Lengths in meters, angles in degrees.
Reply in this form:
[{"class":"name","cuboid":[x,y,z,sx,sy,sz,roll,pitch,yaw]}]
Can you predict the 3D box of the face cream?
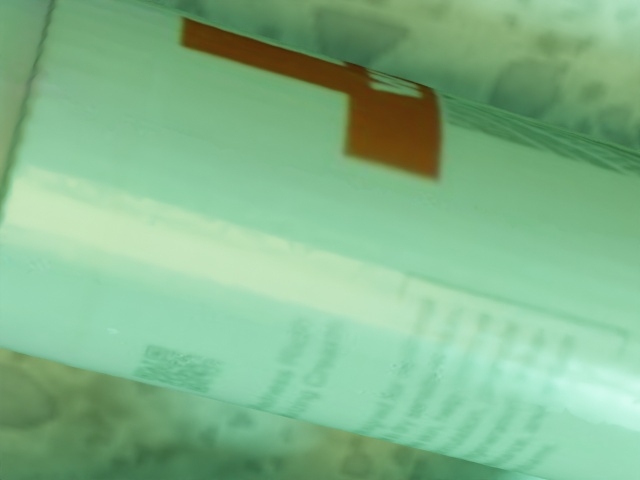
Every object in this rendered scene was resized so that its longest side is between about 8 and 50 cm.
[{"class":"face cream","cuboid":[0.000,0.000,0.451,0.345,0.102,0.102,16,116,-12]}]
